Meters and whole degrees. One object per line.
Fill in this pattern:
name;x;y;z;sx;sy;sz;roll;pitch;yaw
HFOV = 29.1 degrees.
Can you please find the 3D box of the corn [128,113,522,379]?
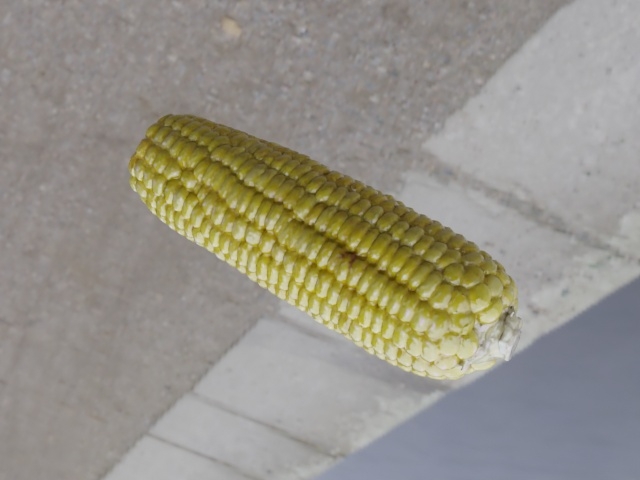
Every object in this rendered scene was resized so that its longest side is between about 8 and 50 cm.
corn;0.000;0.000;0.564;0.206;0.067;0.067;29;155;24
